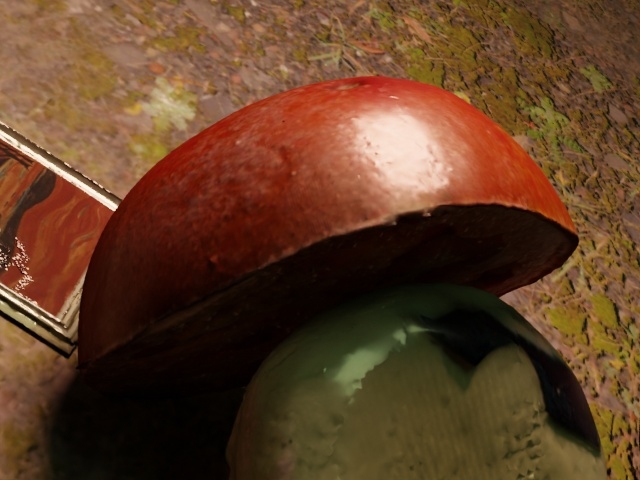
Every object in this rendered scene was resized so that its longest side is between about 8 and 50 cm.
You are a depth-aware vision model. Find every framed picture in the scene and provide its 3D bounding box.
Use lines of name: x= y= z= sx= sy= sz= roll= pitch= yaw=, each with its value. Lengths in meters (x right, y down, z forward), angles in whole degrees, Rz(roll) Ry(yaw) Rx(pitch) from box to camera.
framed picture: x=-0.260 y=-0.045 z=1.248 sx=0.273 sy=0.016 sz=0.216 roll=33 pitch=26 yaw=-7

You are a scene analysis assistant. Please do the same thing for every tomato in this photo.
tomato: x=-0.006 y=-0.011 z=1.134 sx=0.338 sy=0.338 sz=0.144 roll=3 pitch=66 yaw=-48

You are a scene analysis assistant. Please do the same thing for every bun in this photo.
bun: x=0.044 y=0.165 z=1.079 sx=0.283 sy=0.179 sz=0.283 roll=6 pitch=80 yaw=-40

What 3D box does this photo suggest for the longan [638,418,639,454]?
longan: x=0.433 y=0.167 z=1.379 sx=0.361 sy=0.361 sz=0.361 roll=28 pitch=28 yaw=-16
